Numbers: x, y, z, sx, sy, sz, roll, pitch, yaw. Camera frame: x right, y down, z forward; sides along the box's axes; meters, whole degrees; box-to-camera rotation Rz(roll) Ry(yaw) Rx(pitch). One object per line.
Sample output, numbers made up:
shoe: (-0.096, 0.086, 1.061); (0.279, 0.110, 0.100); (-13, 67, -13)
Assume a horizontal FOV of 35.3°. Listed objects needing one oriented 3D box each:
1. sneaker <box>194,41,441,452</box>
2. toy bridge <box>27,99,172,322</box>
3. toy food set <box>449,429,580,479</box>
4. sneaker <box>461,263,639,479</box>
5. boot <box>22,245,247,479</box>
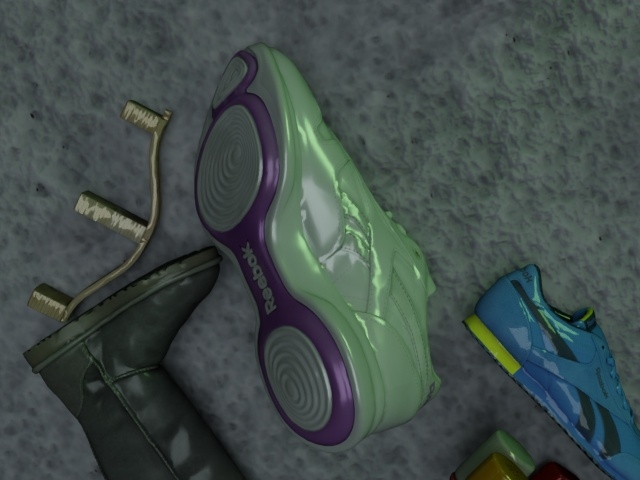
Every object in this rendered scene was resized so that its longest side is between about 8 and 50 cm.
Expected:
sneaker: (0.000, 0.000, 0.753); (0.114, 0.152, 0.305); (-27, 75, 43)
toy bridge: (-0.160, -0.018, 0.789); (0.063, 0.026, 0.188); (28, 98, -3)
toy food set: (0.162, 0.235, 0.755); (0.232, 0.111, 0.104); (36, 105, -29)
sneaker: (0.204, 0.108, 0.764); (0.082, 0.069, 0.209); (-43, 93, 4)
boot: (-0.108, 0.131, 0.783); (0.190, 0.076, 0.208); (-33, 91, 12)
